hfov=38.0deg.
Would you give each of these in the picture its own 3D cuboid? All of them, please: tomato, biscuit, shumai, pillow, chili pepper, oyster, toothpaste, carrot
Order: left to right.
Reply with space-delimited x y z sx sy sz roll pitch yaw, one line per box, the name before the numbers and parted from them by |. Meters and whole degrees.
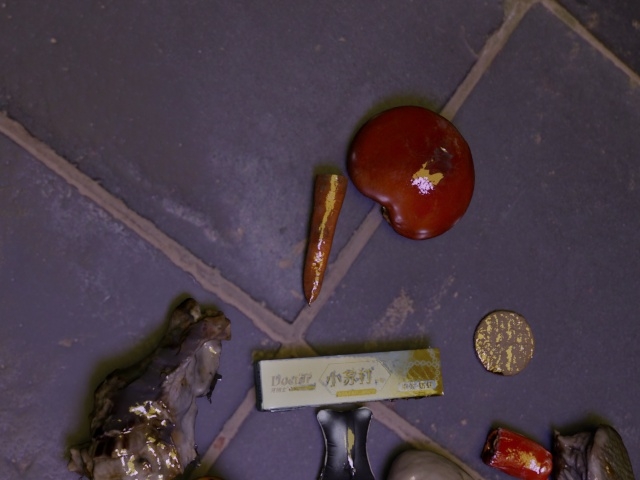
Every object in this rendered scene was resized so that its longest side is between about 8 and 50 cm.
oyster | -0.241 0.247 1.424 0.197 0.133 0.337 28 61 16
carrot | 0.000 0.000 1.561 0.057 0.057 0.224 11 87 -14
pillow | 0.042 0.345 1.538 0.091 0.055 0.136 -5 83 16
toothpaste | 0.046 0.231 1.542 0.312 0.071 0.089 -2 82 -15
tomato | 0.171 -0.125 1.568 0.233 0.139 0.200 42 70 -7
biscuit | 0.326 0.182 1.646 0.120 0.015 0.120 1 84 -15
chili pepper | 0.344 0.377 1.608 0.123 0.070 0.073 24 36 -8
shumai | 0.468 0.417 1.612 0.201 0.120 0.201 35 45 -45

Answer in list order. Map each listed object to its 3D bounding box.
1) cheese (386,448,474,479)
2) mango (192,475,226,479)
cheese | 0.185 0.557 1.512 0.351 0.129 0.328 41 99 17
mango | -0.150 0.497 1.410 0.191 0.160 0.290 -18 93 21
